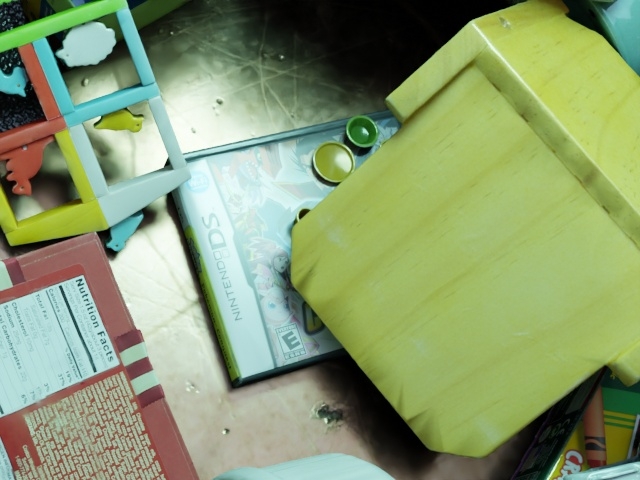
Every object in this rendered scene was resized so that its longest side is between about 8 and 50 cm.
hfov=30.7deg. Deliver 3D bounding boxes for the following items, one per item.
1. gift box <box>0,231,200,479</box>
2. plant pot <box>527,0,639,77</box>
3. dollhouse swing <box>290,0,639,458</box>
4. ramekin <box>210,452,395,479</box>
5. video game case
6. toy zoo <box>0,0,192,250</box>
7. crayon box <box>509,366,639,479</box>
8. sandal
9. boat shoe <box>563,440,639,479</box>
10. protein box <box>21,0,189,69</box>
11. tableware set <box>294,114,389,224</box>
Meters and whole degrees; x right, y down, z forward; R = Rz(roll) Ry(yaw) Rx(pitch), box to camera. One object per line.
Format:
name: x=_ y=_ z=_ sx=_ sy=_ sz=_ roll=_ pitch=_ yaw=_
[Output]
gift box: x=-0.294 y=0.148 z=0.860 sx=0.276 sy=0.258 sz=0.255 roll=-16 pitch=85 yaw=-46
plant pot: x=0.390 y=-0.293 z=1.344 sx=0.255 sy=0.271 sz=0.271 roll=-33 pitch=83 yaw=-8
dollhouse swing: x=0.201 y=-0.006 z=1.188 sx=0.347 sy=0.305 sz=0.315 roll=49 pitch=35 yaw=7
ramekin: x=0.009 y=0.311 z=1.013 sx=0.127 sy=0.273 sz=0.272 roll=-18 pitch=78 yaw=-33
video game case: x=0.000 y=0.000 z=1.233 sx=0.275 sy=0.035 sz=0.248 roll=-14 pitch=76 yaw=-21
toy zoo: x=-0.247 y=-0.120 z=1.121 sx=0.192 sy=0.030 sz=0.293 roll=-21 pitch=111 yaw=-7
crayon box: x=0.327 y=0.341 z=1.177 sx=0.313 sy=0.106 sz=0.363 roll=37 pitch=65 yaw=-2
sandal: x=-0.315 y=-0.177 z=1.192 sx=0.067 sy=0.040 sz=0.179 roll=-11 pitch=79 yaw=-14
boat shoe: x=0.335 y=0.216 z=1.120 sx=0.228 sy=0.079 sz=0.081 roll=-17 pitch=82 yaw=-20
protein box: x=-0.238 y=-0.329 z=1.217 sx=0.200 sy=0.136 sz=0.201 roll=-35 pitch=85 yaw=-24
tableware set: x=0.030 y=-0.060 z=1.231 sx=0.104 sy=0.024 sz=0.154 roll=42 pitch=65 yaw=0
